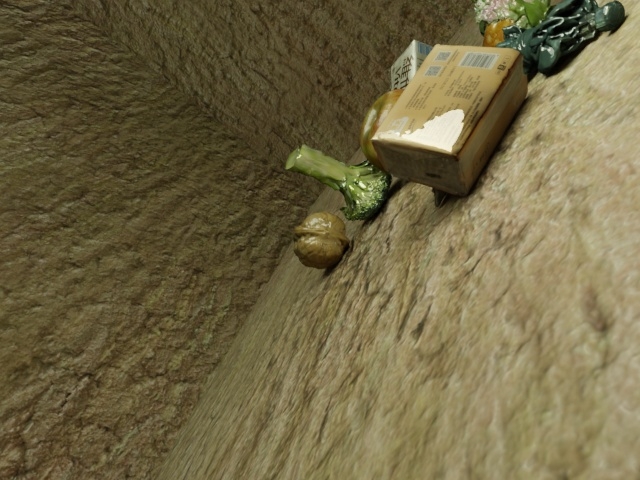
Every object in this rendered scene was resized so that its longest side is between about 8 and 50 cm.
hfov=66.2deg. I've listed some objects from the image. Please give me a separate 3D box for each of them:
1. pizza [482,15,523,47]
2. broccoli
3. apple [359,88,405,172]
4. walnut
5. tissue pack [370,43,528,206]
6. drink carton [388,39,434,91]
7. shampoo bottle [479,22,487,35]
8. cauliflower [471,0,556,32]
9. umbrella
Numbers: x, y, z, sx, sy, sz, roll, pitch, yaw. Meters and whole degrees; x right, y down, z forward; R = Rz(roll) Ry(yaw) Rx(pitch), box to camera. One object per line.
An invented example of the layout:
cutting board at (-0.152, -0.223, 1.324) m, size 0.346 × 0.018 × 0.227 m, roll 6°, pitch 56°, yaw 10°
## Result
pizza at (0.498, -0.508, 1.285) m, size 0.069 × 0.147 × 0.226 m, roll -11°, pitch 13°, yaw -13°
broccoli at (0.064, -0.191, 1.648) m, size 0.221 × 0.361 × 0.252 m, roll 172°, pitch 98°, yaw -70°
apple at (0.259, -0.333, 1.557) m, size 0.264 × 0.264 × 0.264 m, roll -51°, pitch 7°, yaw 9°
walnut at (0.000, 0.000, 1.706) m, size 0.198 × 0.198 × 0.245 m, roll -55°, pitch 4°, yaw -19°
tissue pack at (0.294, -0.247, 1.089) m, size 0.306 × 0.238 × 0.238 m, roll -56°, pitch 8°, yaw -18°
drink carton at (0.356, -0.559, 1.851) m, size 0.194 × 0.131 × 0.325 m, roll 140°, pitch 135°, yaw -61°
shampoo bottle at (0.625, -0.755, 1.733) m, size 0.101 × 0.101 × 0.284 m, roll -49°, pitch 8°, yaw 26°
cauliflower at (0.554, -0.646, 1.431) m, size 0.315 × 0.238 × 0.257 m, roll 18°, pitch -110°, yaw -79°
umbrella at (0.486, -0.430, 1.051) m, size 0.094 × 0.143 × 0.349 m, roll -9°, pitch 10°, yaw -11°
